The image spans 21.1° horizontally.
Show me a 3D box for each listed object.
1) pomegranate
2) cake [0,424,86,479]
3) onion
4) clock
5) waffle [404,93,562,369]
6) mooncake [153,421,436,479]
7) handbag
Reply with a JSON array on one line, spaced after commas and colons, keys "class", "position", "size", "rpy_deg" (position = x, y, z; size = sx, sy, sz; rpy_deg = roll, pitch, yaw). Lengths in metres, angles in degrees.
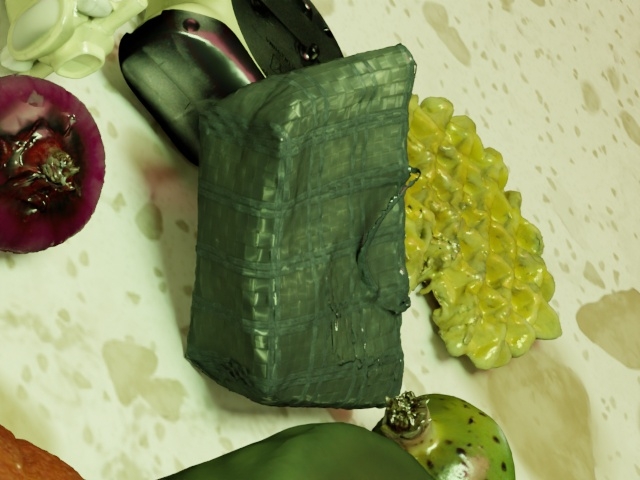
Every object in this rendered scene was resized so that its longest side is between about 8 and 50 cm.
[{"class": "pomegranate", "position": [0.079, 0.171, 1.256], "size": [0.130, 0.130, 0.130], "rpy_deg": [33, 42, -35]}, {"class": "cake", "position": [-0.200, 0.193, 0.807], "size": [0.151, 0.177, 0.283], "rpy_deg": [42, 36, -26]}, {"class": "onion", "position": [-0.187, -0.047, 1.078], "size": [0.115, 0.104, 0.115], "rpy_deg": [-7, 102, -37]}, {"class": "clock", "position": [-0.113, -0.165, 1.260], "size": [0.379, 0.120, 0.276], "rpy_deg": [40, 34, -28]}, {"class": "waffle", "position": [0.116, -0.011, 1.500], "size": [0.250, 0.056, 0.261], "rpy_deg": [2, 62, -54]}, {"class": "mooncake", "position": [-0.008, 0.286, 0.953], "size": [0.356, 0.194, 0.356], "rpy_deg": [45, 31, -36]}, {"class": "handbag", "position": [0.000, 0.000, 1.198], "size": [0.175, 0.088, 0.270], "rpy_deg": [-8, 108, -40]}]
